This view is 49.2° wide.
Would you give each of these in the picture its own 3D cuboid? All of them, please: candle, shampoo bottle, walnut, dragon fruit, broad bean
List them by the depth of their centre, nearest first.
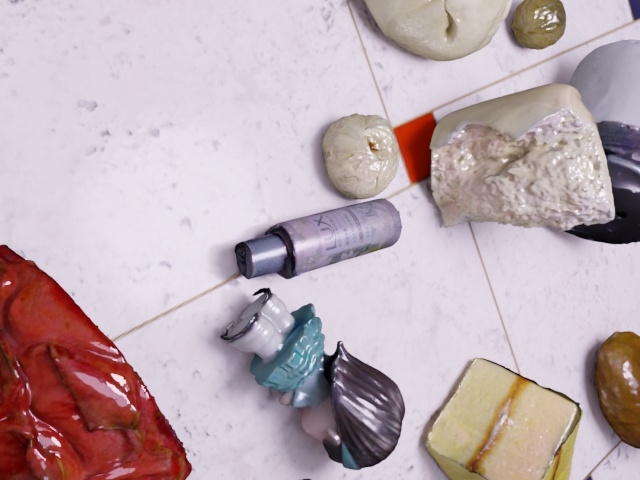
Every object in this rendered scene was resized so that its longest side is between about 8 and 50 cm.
[{"bbox_3d":[-0.247,0.177,0.602,0.205,0.152,0.317,-43,111,-27],"label":"dragon fruit"},{"bbox_3d":[0.000,0.000,0.834,0.214,0.072,0.072,-15,96,-34],"label":"shampoo bottle"},{"bbox_3d":[0.474,-0.175,1.088,0.221,0.221,0.342,37,65,-28],"label":"candle"},{"bbox_3d":[0.341,-0.341,1.088,0.092,0.092,0.092,2,86,-35],"label":"walnut"},{"bbox_3d":[0.536,0.253,1.163,0.156,0.122,0.228,-40,112,-28],"label":"broad bean"}]

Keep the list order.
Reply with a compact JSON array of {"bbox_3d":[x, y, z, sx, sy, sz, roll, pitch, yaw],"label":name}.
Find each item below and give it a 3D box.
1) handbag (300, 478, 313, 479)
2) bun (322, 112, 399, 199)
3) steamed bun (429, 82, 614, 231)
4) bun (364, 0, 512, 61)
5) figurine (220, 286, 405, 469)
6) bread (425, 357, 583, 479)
[{"bbox_3d":[0.060,0.424,0.759,0.340,0.247,0.240,45,53,-22],"label":"handbag"},{"bbox_3d":[0.059,-0.108,0.882,0.115,0.069,0.115,1,87,-36],"label":"bun"},{"bbox_3d":[0.253,-0.102,0.926,0.170,0.226,0.200,24,58,-60],"label":"steamed bun"},{"bbox_3d":[0.166,-0.370,0.920,0.259,0.160,0.259,0,90,-33],"label":"bun"},{"bbox_3d":[0.005,0.156,0.810,0.245,0.110,0.138,47,45,-16],"label":"figurine"},{"bbox_3d":[0.264,0.325,1.018,0.167,0.163,0.264,-47,144,-29],"label":"bread"}]
